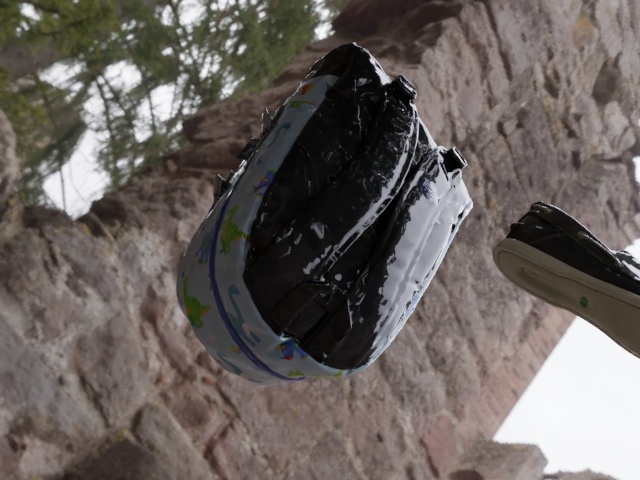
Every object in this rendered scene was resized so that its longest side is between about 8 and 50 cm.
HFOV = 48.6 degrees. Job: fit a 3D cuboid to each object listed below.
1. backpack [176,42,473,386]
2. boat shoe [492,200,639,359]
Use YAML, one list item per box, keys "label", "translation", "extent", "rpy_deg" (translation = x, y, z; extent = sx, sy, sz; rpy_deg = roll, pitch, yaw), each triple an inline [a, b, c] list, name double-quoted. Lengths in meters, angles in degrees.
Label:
- label: "backpack"
  translation: [0.000, 0.000, 0.809]
  extent: [0.273, 0.355, 0.290]
  rpy_deg: [-24, -59, 34]
- label: "boat shoe"
  translation: [0.272, 0.044, 0.628]
  extent: [0.233, 0.079, 0.084]
  rpy_deg: [34, -24, 24]
